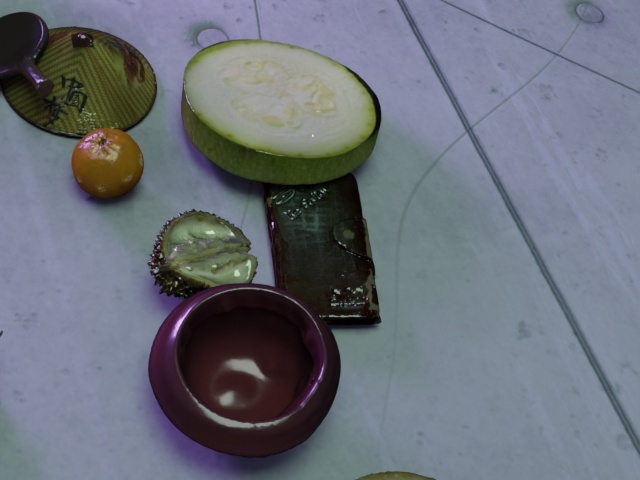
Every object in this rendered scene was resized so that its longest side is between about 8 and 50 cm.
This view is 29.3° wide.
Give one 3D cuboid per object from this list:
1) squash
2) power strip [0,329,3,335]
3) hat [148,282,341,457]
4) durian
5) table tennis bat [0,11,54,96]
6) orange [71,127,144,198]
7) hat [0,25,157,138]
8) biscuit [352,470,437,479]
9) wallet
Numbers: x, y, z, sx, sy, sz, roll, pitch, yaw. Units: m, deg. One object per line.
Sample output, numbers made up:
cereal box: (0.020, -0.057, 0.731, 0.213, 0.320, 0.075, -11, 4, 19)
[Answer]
squash: (-0.049, -0.164, 1.517, 0.252, 0.048, 0.252, 9, 40, -7)
power strip: (-0.382, 0.153, 1.153, 0.029, 0.080, 0.227, 39, 52, 13)
hat: (-0.078, 0.135, 1.252, 0.206, 0.089, 0.205, 5, 54, -8)
durian: (-0.140, 0.030, 1.330, 0.140, 0.071, 0.110, -20, 64, -47)
table tennis bat: (-0.379, -0.249, 1.429, 0.107, 0.119, 0.170, -40, 51, -9)
orange: (-0.242, -0.089, 1.400, 0.083, 0.070, 0.083, 5, 51, -6)
hat: (-0.290, -0.219, 1.486, 0.193, 0.082, 0.193, 8, 51, -10)
biscuit: (0.091, 0.319, 1.186, 0.220, 0.033, 0.219, 9, 51, -11)
wallet: (0.000, 0.000, 1.422, 0.122, 0.031, 0.232, 0, 50, -12)
